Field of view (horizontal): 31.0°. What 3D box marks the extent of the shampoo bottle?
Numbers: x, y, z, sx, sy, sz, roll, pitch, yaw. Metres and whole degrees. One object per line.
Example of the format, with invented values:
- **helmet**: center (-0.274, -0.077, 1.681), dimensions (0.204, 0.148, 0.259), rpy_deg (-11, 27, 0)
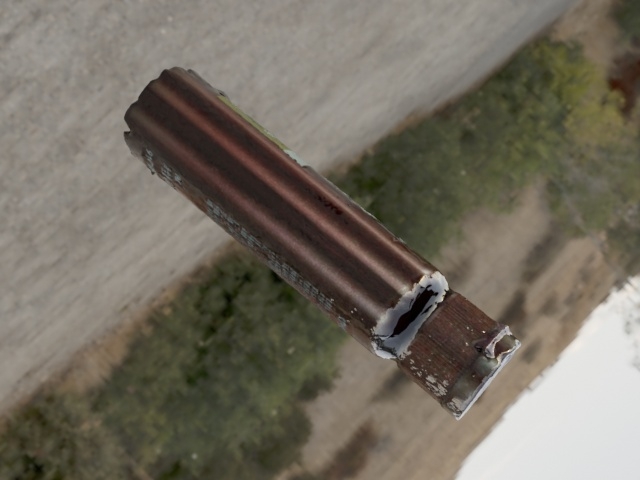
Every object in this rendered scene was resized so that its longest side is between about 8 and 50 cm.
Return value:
- **shampoo bottle**: center (0.000, 0.000, 0.855), dimensions (0.084, 0.323, 0.129), rpy_deg (-50, 166, -6)
